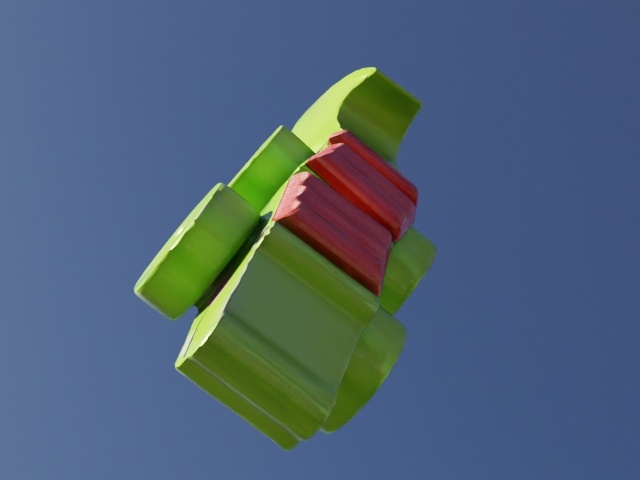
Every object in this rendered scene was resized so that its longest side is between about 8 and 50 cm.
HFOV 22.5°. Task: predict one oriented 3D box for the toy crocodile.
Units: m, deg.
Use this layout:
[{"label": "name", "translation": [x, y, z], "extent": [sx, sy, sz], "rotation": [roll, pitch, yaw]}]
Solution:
[{"label": "toy crocodile", "translation": [0.000, 0.000, 0.789], "extent": [0.115, 0.340, 0.105], "rotation": [39, -71, -3]}]
